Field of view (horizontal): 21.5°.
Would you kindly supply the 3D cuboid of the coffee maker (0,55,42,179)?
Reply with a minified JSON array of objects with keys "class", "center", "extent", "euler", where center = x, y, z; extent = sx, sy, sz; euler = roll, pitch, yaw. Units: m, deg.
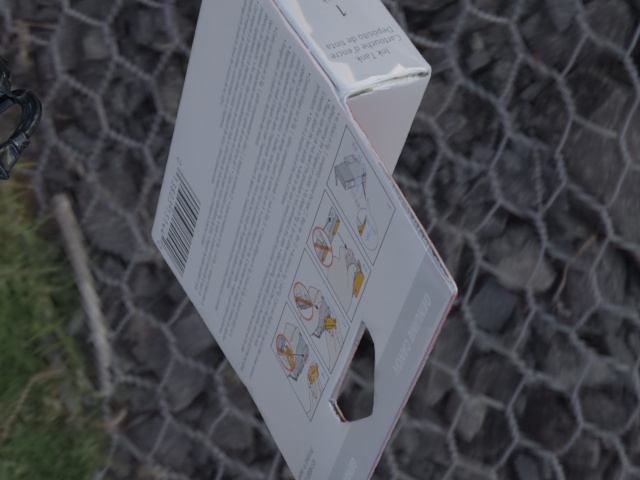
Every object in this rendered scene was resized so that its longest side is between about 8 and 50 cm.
[{"class":"coffee maker","center":[-0.218,-0.113,0.707],"extent":[0.171,0.120,0.178],"euler":[-7,134,34]}]

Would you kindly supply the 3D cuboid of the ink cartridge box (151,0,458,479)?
[{"class":"ink cartridge box","center":[0.000,0.000,0.988],"extent":[0.261,0.066,0.296],"euler":[57,151,25]}]
